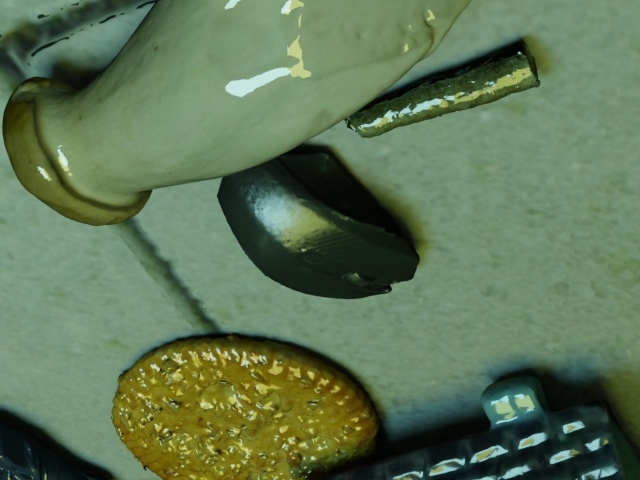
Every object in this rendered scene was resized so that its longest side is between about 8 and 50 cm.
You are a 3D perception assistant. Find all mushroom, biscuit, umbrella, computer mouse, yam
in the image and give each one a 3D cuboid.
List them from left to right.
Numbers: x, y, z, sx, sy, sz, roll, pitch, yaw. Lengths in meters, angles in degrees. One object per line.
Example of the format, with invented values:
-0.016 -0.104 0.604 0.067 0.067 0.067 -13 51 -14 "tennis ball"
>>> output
-0.255 0.255 0.934 0.071 0.071 0.248 -26 127 28 "umbrella"
-0.048 -0.106 0.530 0.350 0.128 0.128 -25 126 32 "mushroom"
-0.068 0.176 0.856 0.253 0.035 0.254 4 133 4 "biscuit"
0.000 0.000 0.664 0.172 0.057 0.099 34 127 -28 "computer mouse"
0.073 -0.088 0.593 0.129 0.027 0.033 -19 127 24 "yam"

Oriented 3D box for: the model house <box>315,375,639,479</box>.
0.136 0.303 0.826 0.360 0.297 0.339 -22 92 24 "model house"
